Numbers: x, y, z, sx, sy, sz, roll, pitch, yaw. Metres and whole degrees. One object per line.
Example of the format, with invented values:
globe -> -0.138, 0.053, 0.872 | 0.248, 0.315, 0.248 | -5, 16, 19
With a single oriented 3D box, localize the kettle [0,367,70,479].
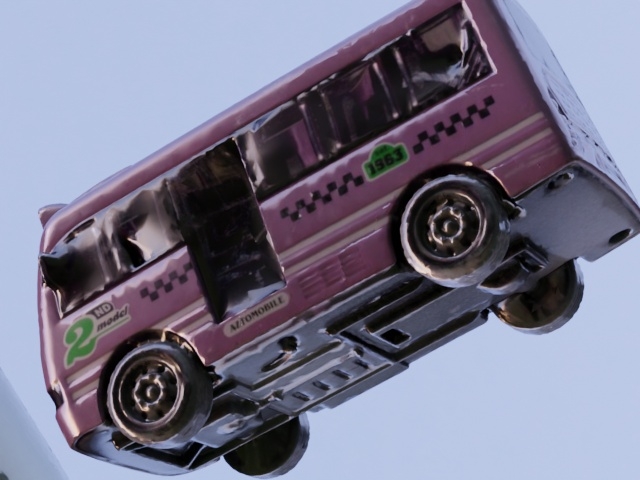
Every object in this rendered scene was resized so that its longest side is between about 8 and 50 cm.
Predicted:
kettle -> -0.163, 0.112, 0.680 | 0.165, 0.240, 0.255 | -36, -110, -10

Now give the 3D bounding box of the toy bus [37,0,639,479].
toy bus -> 0.000, 0.000, 0.583 | 0.178, 0.087, 0.098 | -30, -114, 15
